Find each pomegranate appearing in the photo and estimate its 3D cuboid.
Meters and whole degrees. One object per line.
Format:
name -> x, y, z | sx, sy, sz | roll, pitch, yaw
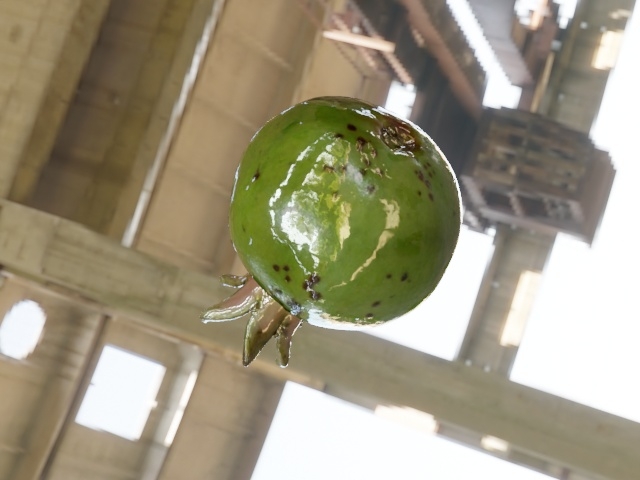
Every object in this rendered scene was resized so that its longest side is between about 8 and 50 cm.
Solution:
pomegranate -> 0.000, 0.000, 0.955 | 0.224, 0.181, 0.181 | -46, -6, 32
